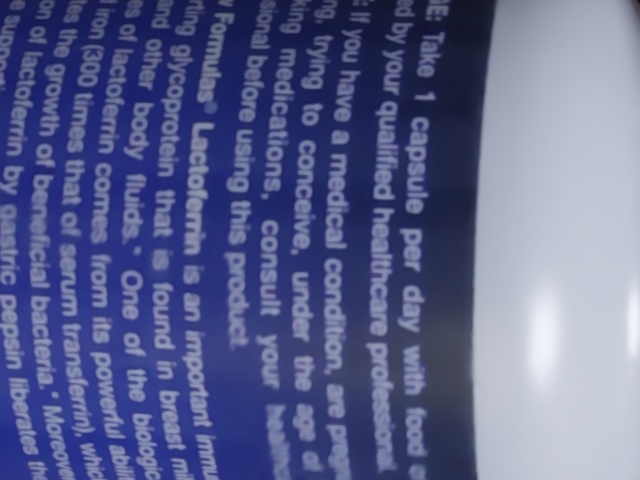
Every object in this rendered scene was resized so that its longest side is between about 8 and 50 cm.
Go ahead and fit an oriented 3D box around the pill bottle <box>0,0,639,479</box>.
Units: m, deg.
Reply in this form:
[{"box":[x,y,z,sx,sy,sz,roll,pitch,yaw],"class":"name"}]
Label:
[{"box":[0.000,0.000,0.474,0.265,0.153,0.153,2,131,13],"class":"pill bottle"}]
